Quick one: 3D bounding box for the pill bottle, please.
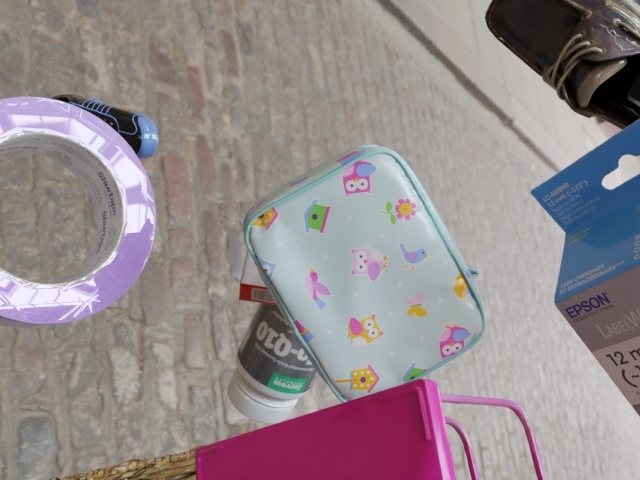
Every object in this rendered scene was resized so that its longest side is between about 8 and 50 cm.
[{"bbox_3d":[-0.078,0.244,1.601,0.204,0.361,0.204,22,22,-9],"label":"pill bottle"}]

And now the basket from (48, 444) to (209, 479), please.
[{"bbox_3d":[-0.155,0.377,0.834,0.223,0.299,0.213,80,-2,-67],"label":"basket"}]

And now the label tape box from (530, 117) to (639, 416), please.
[{"bbox_3d":[0.386,0.049,0.692,0.115,0.249,0.347,-36,87,-38],"label":"label tape box"}]

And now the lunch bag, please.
[{"bbox_3d":[0.057,0.039,0.792,0.279,0.224,0.108,60,-4,-13],"label":"lunch bag"}]

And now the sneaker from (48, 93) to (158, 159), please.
[{"bbox_3d":[-0.362,-0.184,1.092,0.090,0.232,0.081,-8,115,-49],"label":"sneaker"}]

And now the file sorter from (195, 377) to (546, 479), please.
[{"bbox_3d":[0.048,0.268,0.616,0.182,0.291,0.202,19,55,-43],"label":"file sorter"}]

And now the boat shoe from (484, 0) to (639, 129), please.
[{"bbox_3d":[0.360,-0.228,0.851,0.130,0.355,0.132,-36,152,-42],"label":"boat shoe"}]

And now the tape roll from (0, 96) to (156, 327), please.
[{"bbox_3d":[-0.348,-0.032,0.831,0.275,0.090,0.274,10,75,-38],"label":"tape roll"}]

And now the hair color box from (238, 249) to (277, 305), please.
[{"bbox_3d":[-0.072,0.024,0.978,0.043,0.072,0.141,101,-2,-49],"label":"hair color box"}]
